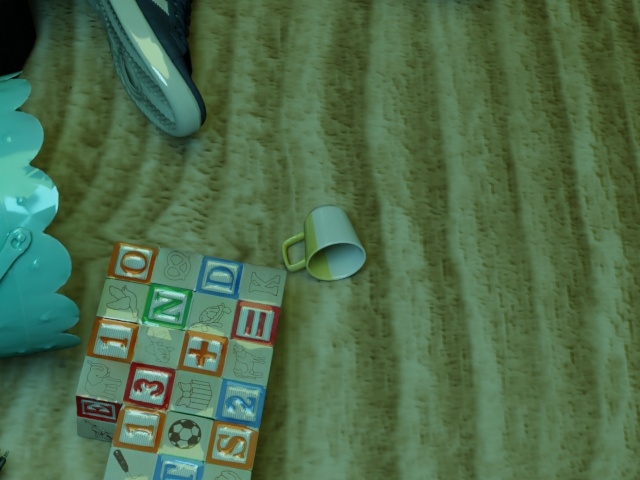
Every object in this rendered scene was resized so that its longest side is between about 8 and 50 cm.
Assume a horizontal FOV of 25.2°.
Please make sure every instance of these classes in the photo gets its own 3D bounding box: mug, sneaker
[{"bbox_3d":[0.003,-0.002,1.474,0.078,0.062,0.064,-1,51,-16],"label":"mug"},{"bbox_3d":[-0.174,-0.271,1.572,0.148,0.131,0.350,-21,64,-17],"label":"sneaker"}]

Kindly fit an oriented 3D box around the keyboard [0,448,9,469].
[{"bbox_3d":[-0.394,0.259,1.273,0.201,0.033,0.317,6,59,3],"label":"keyboard"}]

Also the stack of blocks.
[{"bbox_3d":[-0.140,0.159,1.336,0.171,0.087,0.297,10,58,-2],"label":"stack of blocks"}]

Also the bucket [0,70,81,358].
[{"bbox_3d":[-0.335,-0.009,1.308,0.183,0.281,0.281,-12,61,-14],"label":"bucket"}]

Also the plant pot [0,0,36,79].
[{"bbox_3d":[-0.413,-0.199,1.475,0.188,0.187,0.167,12,71,0],"label":"plant pot"}]
